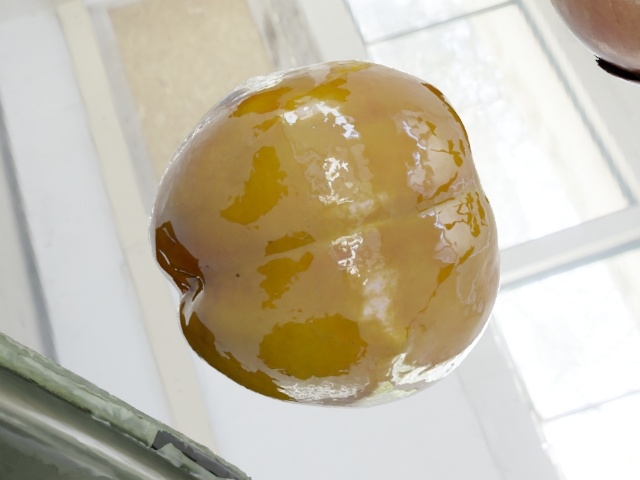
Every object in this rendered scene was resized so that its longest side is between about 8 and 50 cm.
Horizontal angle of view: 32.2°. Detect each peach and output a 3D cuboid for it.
[{"bbox_3d":[0.000,0.000,0.438,0.138,0.138,0.138,162,-90,-85],"label":"peach"}]

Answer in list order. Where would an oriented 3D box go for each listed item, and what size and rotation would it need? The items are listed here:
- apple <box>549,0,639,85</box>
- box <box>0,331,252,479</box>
[{"bbox_3d":[0.309,-0.247,0.867,0.272,0.251,0.206,31,-24,56],"label":"apple"},{"bbox_3d":[-0.184,0.163,0.572,0.290,0.220,0.166,35,-10,-29],"label":"box"}]
